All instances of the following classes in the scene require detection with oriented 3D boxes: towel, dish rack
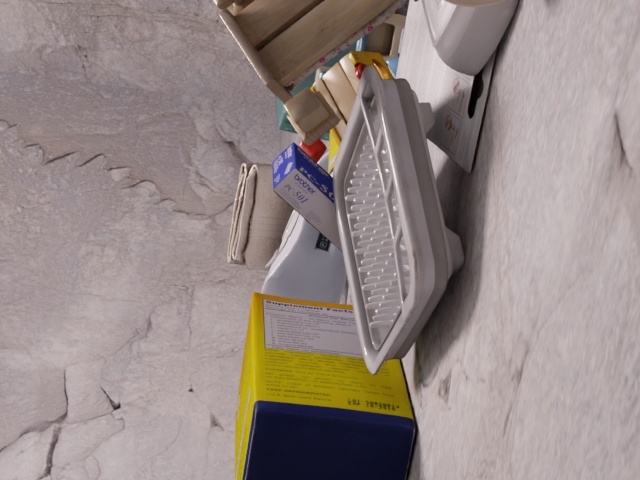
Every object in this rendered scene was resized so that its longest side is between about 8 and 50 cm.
[{"bbox_3d":[-0.048,-0.041,2.551,0.049,0.282,0.187,16,101,39],"label":"towel"},{"bbox_3d":[0.086,-0.019,1.685,0.333,0.072,0.285,111,150,-66],"label":"dish rack"}]

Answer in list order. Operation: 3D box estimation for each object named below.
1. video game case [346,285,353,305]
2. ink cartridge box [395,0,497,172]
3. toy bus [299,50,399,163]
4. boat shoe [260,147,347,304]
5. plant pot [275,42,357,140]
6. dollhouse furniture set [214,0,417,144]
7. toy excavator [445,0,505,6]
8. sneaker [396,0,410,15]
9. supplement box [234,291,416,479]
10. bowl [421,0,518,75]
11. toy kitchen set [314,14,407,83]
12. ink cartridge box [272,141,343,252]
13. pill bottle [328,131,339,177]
[{"bbox_3d":[0.059,0.087,2.279,0.157,0.019,0.143,-133,50,-82],"label":"video game case"},{"bbox_3d":[0.157,-0.198,1.644,0.232,0.066,0.189,-136,51,-56],"label":"ink cartridge box"},{"bbox_3d":[0.078,-0.157,1.974,0.104,0.191,0.202,-7,-70,-51],"label":"toy bus"},{"bbox_3d":[-0.008,-0.004,2.462,0.156,0.136,0.367,-77,3,-72],"label":"boat shoe"},{"bbox_3d":[0.006,-0.294,2.413,0.165,0.166,0.234,121,161,-76],"label":"plant pot"},{"bbox_3d":[0.056,-0.287,1.686,0.174,0.303,0.355,44,-168,-53],"label":"dollhouse furniture set"},{"bbox_3d":[0.120,-0.458,1.212,0.445,0.433,0.222,-44,28,32],"label":"toy excavator"},{"bbox_3d":[0.102,-0.361,1.914,0.300,0.121,0.111,-101,19,-71],"label":"sneaker"},{"bbox_3d":[-0.005,0.231,1.877,0.356,0.194,0.195,-97,16,-69],"label":"supplement box"},{"bbox_3d":[0.147,-0.259,1.521,0.142,0.053,0.142,116,151,-53],"label":"bowl"},{"bbox_3d":[0.067,-0.279,2.150,0.166,0.122,0.207,-98,16,-69],"label":"toy kitchen set"},{"bbox_3d":[0.024,-0.033,1.926,0.046,0.207,0.097,-43,20,16],"label":"ink cartridge box"},{"bbox_3d":[0.064,-0.143,2.103,0.103,0.103,0.184,105,170,-53],"label":"pill bottle"}]
